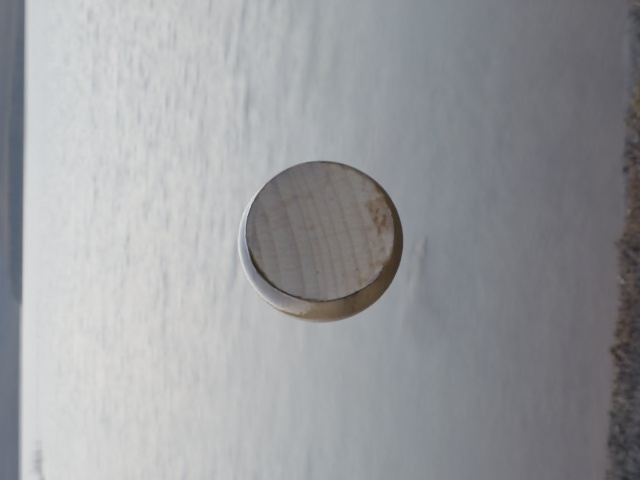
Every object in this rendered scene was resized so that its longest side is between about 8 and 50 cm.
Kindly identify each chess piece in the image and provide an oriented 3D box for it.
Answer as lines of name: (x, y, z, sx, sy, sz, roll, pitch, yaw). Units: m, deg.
chess piece: (0.000, 0.000, 0.480, 0.038, 0.084, 0.083, 87, 176, -68)
